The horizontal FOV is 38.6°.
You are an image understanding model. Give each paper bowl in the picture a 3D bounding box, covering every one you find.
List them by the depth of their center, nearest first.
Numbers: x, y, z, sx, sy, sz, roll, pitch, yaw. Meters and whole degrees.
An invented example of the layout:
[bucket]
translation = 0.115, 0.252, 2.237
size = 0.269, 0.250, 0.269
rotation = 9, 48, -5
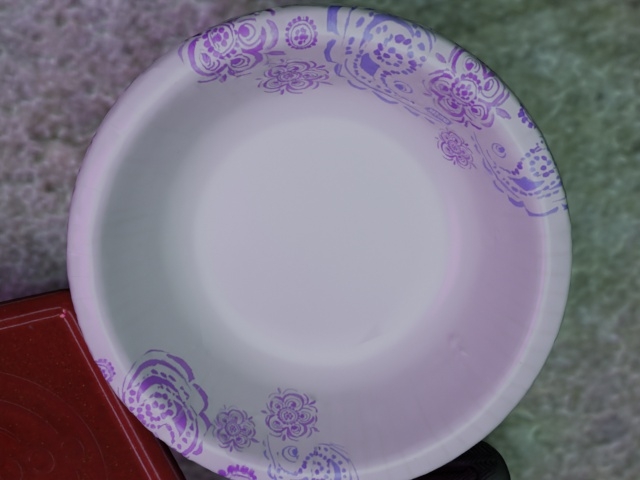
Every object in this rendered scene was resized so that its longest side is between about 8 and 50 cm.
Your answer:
[paper bowl]
translation = 0.000, 0.000, 0.571
size = 0.284, 0.148, 0.284
rotation = 0, 102, 0

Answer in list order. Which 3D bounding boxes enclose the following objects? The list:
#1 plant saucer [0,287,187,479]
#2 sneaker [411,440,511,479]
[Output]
[plant saucer]
translation = -0.188, 0.138, 0.493
size = 0.259, 0.258, 0.047
rotation = 55, 135, 23
[sneaker]
translation = 0.036, 0.258, 0.660
size = 0.281, 0.106, 0.162
rotation = -29, 106, 18
